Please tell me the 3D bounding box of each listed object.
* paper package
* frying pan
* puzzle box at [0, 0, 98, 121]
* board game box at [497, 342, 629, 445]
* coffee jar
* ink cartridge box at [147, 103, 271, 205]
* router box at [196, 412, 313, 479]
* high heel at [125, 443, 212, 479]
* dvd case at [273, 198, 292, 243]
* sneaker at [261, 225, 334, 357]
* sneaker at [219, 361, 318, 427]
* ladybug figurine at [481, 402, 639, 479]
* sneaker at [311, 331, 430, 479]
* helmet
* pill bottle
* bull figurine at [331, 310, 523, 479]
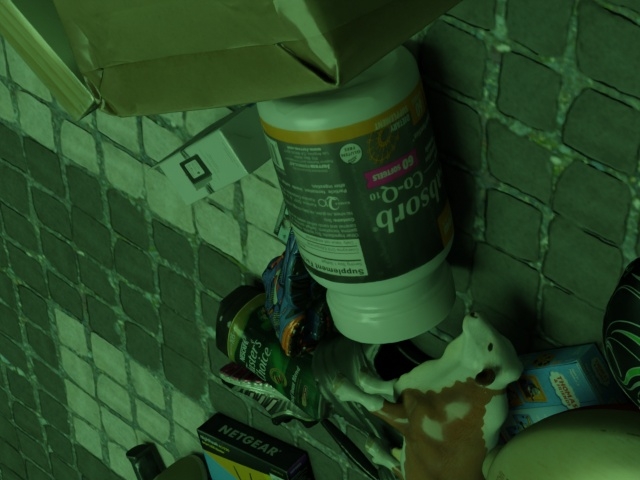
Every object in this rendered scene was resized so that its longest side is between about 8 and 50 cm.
[{"bbox_3d":[-0.009,-0.248,1.211,0.309,0.325,0.168,0,121,50],"label":"paper package"},{"bbox_3d":[0.133,0.349,1.833,0.326,0.053,0.197,47,171,39],"label":"frying pan"},{"bbox_3d":[-0.269,-0.340,1.467,0.409,0.272,0.052,50,142,0],"label":"puzzle box"},{"bbox_3d":[0.243,0.194,1.586,0.211,0.039,0.160,-15,109,54],"label":"board game box"},{"bbox_3d":[-0.046,0.135,1.830,0.184,0.079,0.096,33,141,26],"label":"coffee jar"},{"bbox_3d":[-0.105,-0.100,1.658,0.060,0.104,0.180,56,146,-8],"label":"ink cartridge box"},{"bbox_3d":[-0.084,0.327,2.082,0.179,0.046,0.133,18,133,40],"label":"router box"},{"bbox_3d":[-0.195,0.415,2.246,0.261,0.093,0.186,14,130,60],"label":"high heel"},{"bbox_3d":[0.000,0.000,1.710,0.119,0.013,0.087,41,145,16],"label":"dvd case"},{"bbox_3d":[-0.029,0.039,1.701,0.087,0.083,0.221,47,142,30],"label":"sneaker"},{"bbox_3d":[-0.061,0.198,1.920,0.170,0.063,0.074,11,123,38],"label":"sneaker"},{"bbox_3d":[0.363,0.288,1.393,0.449,0.162,0.305,27,133,19],"label":"ladybug figurine"},{"bbox_3d":[0.113,0.211,1.704,0.286,0.109,0.130,50,136,-5],"label":"sneaker"},{"bbox_3d":[0.330,0.081,1.272,0.169,0.169,0.161,55,162,-5],"label":"helmet"},{"bbox_3d":[0.045,-0.046,1.485,0.162,0.162,0.278,15,132,42],"label":"pill bottle"},{"bbox_3d":[0.118,0.206,1.579,0.188,0.101,0.310,14,125,25],"label":"bull figurine"}]
